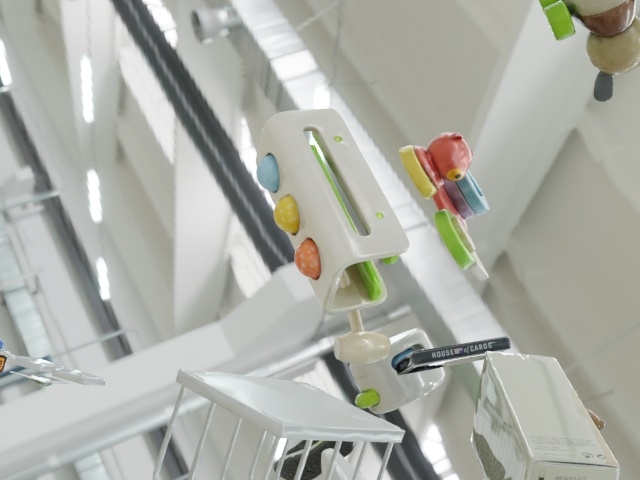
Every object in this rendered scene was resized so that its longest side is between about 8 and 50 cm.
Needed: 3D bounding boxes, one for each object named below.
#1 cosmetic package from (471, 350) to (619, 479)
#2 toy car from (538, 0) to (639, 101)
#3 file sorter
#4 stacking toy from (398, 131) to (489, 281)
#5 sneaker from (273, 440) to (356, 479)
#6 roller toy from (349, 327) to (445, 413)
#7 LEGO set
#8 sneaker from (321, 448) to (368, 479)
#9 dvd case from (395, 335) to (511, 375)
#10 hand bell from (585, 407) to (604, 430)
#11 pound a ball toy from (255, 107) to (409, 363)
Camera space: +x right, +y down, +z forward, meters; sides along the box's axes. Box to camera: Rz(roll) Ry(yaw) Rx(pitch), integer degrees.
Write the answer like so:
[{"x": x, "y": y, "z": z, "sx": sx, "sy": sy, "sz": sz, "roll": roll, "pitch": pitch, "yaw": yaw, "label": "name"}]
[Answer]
[{"x": 0.288, "y": 0.284, "z": 1.273, "sx": 0.309, "sy": 0.113, "sz": 0.160, "roll": -89, "pitch": -176, "yaw": -72, "label": "cosmetic package"}, {"x": 0.416, "y": -0.294, "z": 1.356, "sx": 0.188, "sy": 0.155, "sz": 0.149, "roll": 59, "pitch": 19, "yaw": -29, "label": "toy car"}, {"x": -0.059, "y": 0.295, "z": 1.288, "sx": 0.193, "sy": 0.278, "sz": 0.173, "roll": 19, "pitch": -89, "yaw": 38, "label": "file sorter"}, {"x": 0.310, "y": -0.077, "z": 2.004, "sx": 0.309, "sy": 0.130, "sz": 0.279, "roll": 30, "pitch": 33, "yaw": -63, "label": "stacking toy"}, {"x": -0.004, "y": 0.481, "z": 2.213, "sx": 0.084, "sy": 0.235, "sz": 0.097, "roll": 51, "pitch": 24, "yaw": -23, "label": "sneaker"}, {"x": 0.170, "y": 0.284, "z": 2.130, "sx": 0.146, "sy": 0.191, "sz": 0.209, "roll": 64, "pitch": 21, "yaw": 3, "label": "roller toy"}, {"x": -0.395, "y": 0.138, "z": 1.210, "sx": 0.244, "sy": 0.183, "sz": 0.060, "roll": 43, "pitch": 61, "yaw": -76, "label": "LEGO set"}, {"x": 0.081, "y": 0.420, "z": 1.540, "sx": 0.212, "sy": 0.094, "sz": 0.080, "roll": 56, "pitch": -23, "yaw": 21, "label": "sneaker"}, {"x": 0.242, "y": 0.217, "z": 1.785, "sx": 0.238, "sy": 0.179, "sz": 0.029, "roll": 101, "pitch": -21, "yaw": -79, "label": "dvd case"}, {"x": 0.402, "y": 0.294, "z": 1.662, "sx": 0.242, "sy": 0.126, "sz": 0.126, "roll": 10, "pitch": -62, "yaw": 65, "label": "hand bell"}, {"x": 0.000, "y": 0.000, "z": 1.335, "sx": 0.208, "sy": 0.136, "sz": 0.319, "roll": 109, "pitch": -36, "yaw": -49, "label": "pound a ball toy"}]
